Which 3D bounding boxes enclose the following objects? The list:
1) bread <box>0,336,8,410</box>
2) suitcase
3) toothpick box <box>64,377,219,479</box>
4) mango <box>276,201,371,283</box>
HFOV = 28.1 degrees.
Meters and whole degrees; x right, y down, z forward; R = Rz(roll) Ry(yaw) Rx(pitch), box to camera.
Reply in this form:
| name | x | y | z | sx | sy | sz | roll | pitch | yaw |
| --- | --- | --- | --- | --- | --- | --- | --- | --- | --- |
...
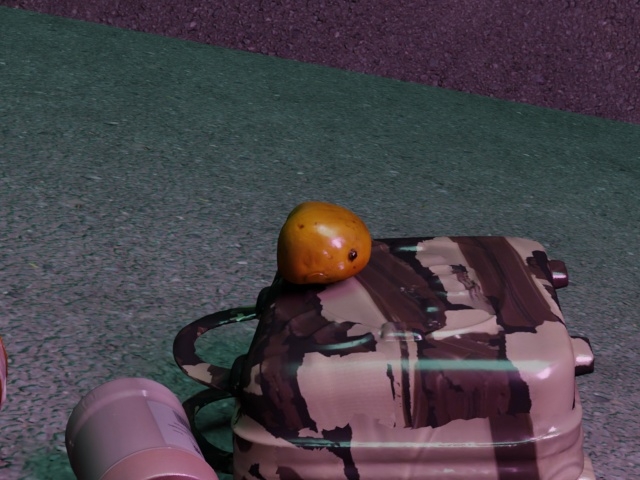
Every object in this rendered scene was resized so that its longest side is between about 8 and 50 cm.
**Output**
| name | x | y | z | sx | sy | sz | roll | pitch | yaw |
| --- | --- | --- | --- | --- | --- | --- | --- | --- | --- |
| bread | -0.316 | 0.098 | 0.964 | 0.160 | 0.160 | 0.073 | 9 | 24 | -6 |
| suitcase | 0.046 | 0.122 | 1.067 | 0.339 | 0.194 | 0.351 | -2 | 17 | 5 |
| toothpick box | -0.130 | 0.175 | 0.936 | 0.098 | 0.098 | 0.149 | 4 | 19 | -21 |
| mango | 0.000 | 0.000 | 1.050 | 0.080 | 0.060 | 0.114 | -8 | 15 | -12 |
